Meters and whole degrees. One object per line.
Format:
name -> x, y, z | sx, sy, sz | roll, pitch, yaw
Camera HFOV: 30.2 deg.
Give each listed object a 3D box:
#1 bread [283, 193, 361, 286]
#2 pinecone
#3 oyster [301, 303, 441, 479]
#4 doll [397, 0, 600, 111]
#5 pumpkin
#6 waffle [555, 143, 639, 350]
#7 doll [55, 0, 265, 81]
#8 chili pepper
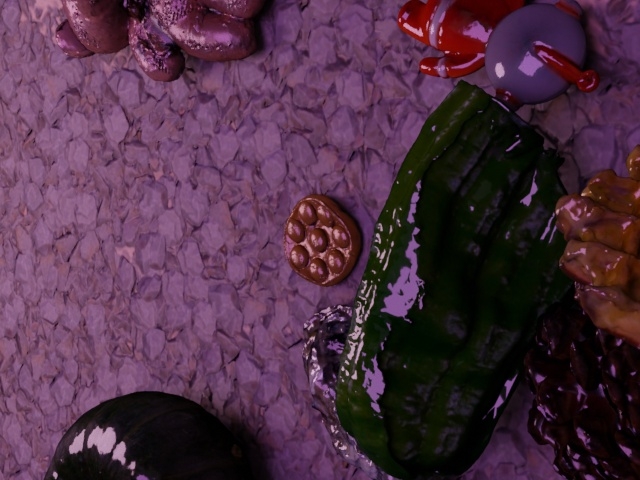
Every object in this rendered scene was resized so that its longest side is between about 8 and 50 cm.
bread -> 0.000, 0.000, 1.373 | 0.110, 0.024, 0.110 | 4, 97, 41
pinecone -> 0.273, 0.130, 1.041 | 0.221, 0.221, 0.222 | 3, 95, 40
oyster -> 0.050, 0.193, 1.325 | 0.199, 0.087, 0.252 | -12, 73, 40
doll -> 0.181, -0.202, 1.172 | 0.245, 0.076, 0.142 | 36, 97, 36
pumpkin -> -0.219, 0.331, 1.462 | 0.300, 0.207, 0.300 | -7, 80, 40
waffle -> 0.335, 0.032, 0.957 | 0.065, 0.283, 0.310 | 100, 151, -53
doll -> -0.212, -0.301, 1.453 | 0.303, 0.156, 0.201 | 18, 98, 33
chili pepper -> 0.129, 0.045, 1.162 | 0.167, 0.213, 0.385 | 34, 108, 57
